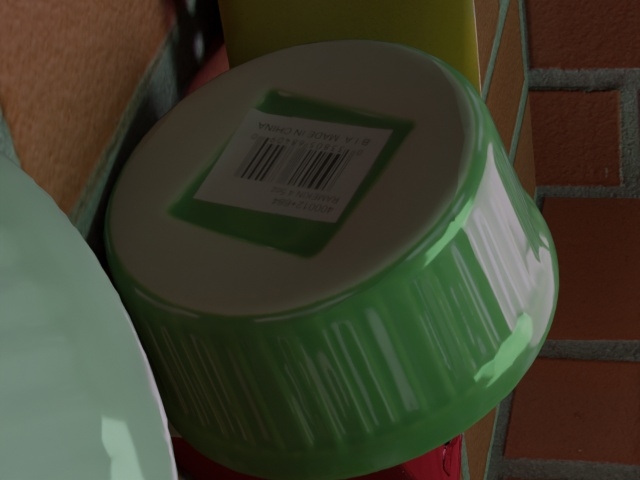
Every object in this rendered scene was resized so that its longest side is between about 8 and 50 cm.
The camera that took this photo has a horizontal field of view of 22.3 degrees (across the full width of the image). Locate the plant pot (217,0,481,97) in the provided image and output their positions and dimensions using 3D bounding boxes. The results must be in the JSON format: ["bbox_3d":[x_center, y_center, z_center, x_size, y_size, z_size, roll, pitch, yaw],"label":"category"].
[{"bbox_3d":[0.011,-0.206,1.269,0.212,0.187,0.212,-101,-177,-57],"label":"plant pot"}]

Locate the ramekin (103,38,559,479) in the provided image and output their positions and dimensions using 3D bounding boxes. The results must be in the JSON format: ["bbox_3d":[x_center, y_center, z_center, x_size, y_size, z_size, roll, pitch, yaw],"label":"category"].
[{"bbox_3d":[0.000,0.000,1.114,0.148,0.303,0.303,66,28,-42],"label":"ramekin"}]

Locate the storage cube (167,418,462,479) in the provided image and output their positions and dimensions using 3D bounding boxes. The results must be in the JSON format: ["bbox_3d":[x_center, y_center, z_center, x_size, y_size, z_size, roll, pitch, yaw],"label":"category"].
[{"bbox_3d":[-0.001,0.111,1.283,0.193,0.215,0.184,56,38,-55],"label":"storage cube"}]

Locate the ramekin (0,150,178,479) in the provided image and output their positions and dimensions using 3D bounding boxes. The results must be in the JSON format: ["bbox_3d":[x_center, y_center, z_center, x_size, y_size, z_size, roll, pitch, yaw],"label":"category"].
[{"bbox_3d":[-0.189,0.088,0.444,0.135,0.277,0.277,-4,95,-68],"label":"ramekin"}]
